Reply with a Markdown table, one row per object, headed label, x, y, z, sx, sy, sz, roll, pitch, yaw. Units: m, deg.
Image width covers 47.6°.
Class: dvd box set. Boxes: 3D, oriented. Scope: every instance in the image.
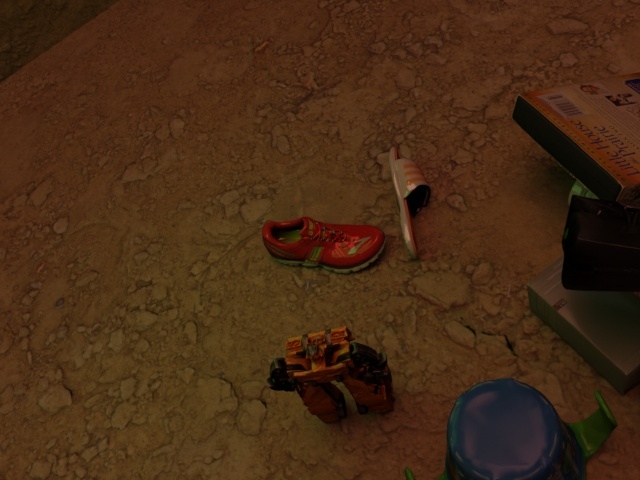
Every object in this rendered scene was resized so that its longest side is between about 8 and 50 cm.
| label | x | y | z | sx | sy | sz | roll | pitch | yaw |
| --- | --- | --- | --- | --- | --- | --- | --- | --- | --- |
| dvd box set | 0.623 | -0.209 | 1.374 | 0.420 | 0.062 | 0.308 | -14 | 45 | -21 |

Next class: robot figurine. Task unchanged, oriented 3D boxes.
| label | x | y | z | sx | sy | sz | roll | pitch | yaw |
| --- | --- | --- | --- | --- | --- | --- | --- | --- | --- |
| robot figurine | 0.027 | 0.239 | 1.275 | 0.211 | 0.291 | 0.085 | -13 | 54 | 11 |

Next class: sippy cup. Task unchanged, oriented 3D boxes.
| label | x | y | z | sx | sy | sz | roll | pitch | yaw |
| --- | --- | --- | --- | --- | --- | --- | --- | --- | --- |
| sippy cup | 0.299 | 0.333 | 1.152 | 0.240 | 0.224 | 0.305 | 27 | 70 | 32 |

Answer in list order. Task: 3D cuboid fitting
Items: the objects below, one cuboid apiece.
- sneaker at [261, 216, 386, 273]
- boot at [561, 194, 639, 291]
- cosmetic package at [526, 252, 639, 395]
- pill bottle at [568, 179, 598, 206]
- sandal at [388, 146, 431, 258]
| label | x | y | z | sx | sy | sz | roll | pitch | yaw |
| --- | --- | --- | --- | --- | --- | --- | --- | --- | --- |
| sneaker | 0.000 | 0.000 | 1.554 | 0.278 | 0.118 | 0.107 | -2 | 58 | 20 |
| boot | 0.601 | -0.003 | 1.107 | 0.445 | 0.367 | 0.146 | 2 | 102 | 17 |
| cosmetic package | 0.494 | 0.139 | 1.283 | 0.127 | 0.107 | 0.238 | -38 | 51 | -8 |
| pill bottle | 0.594 | -0.038 | 1.336 | 0.146 | 0.146 | 0.264 | -44 | 54 | -11 |
| sandal | 0.203 | -0.084 | 1.554 | 0.076 | 0.102 | 0.265 | -14 | 63 | 10 |
